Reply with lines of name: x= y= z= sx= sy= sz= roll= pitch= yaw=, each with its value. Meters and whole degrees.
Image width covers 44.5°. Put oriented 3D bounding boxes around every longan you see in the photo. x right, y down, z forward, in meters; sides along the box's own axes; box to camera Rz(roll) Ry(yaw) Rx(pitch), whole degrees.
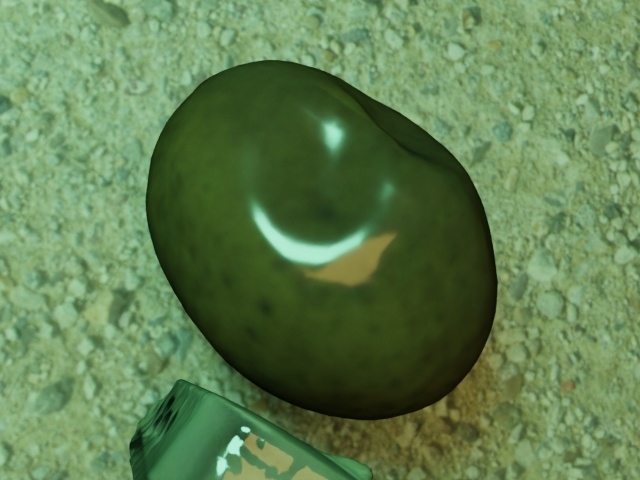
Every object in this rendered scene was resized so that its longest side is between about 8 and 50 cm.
longan: x=0.000 y=0.000 z=0.707 sx=0.288 sy=0.288 sz=0.350 roll=-44 pitch=83 yaw=-13

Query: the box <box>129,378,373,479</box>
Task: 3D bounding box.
box: x=0.031 y=0.250 z=0.613 sx=0.397 sy=0.396 sz=0.111 roll=35 pitch=75 yaw=-6
